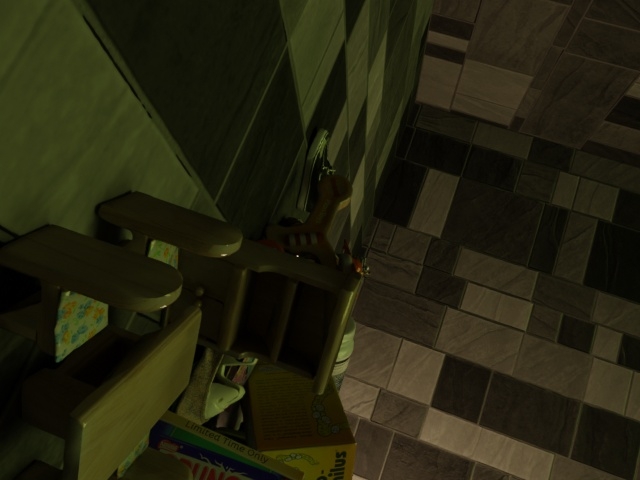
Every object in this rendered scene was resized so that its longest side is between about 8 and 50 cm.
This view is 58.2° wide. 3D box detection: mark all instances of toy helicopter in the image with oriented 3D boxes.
[{"bbox_3d":[0.000,0.000,1.220,0.140,0.235,0.354,94,17,-56],"label":"toy helicopter"}]

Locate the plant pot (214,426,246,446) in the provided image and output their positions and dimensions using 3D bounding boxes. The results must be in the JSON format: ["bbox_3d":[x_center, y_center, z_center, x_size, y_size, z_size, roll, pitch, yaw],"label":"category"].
[{"bbox_3d":[-0.191,0.581,1.339,0.207,0.227,0.228,-68,172,-63],"label":"plant pot"}]

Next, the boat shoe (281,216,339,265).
[{"bbox_3d":[-0.021,0.028,1.411,0.095,0.095,0.257,-32,140,-3],"label":"boat shoe"}]

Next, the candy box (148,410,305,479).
[{"bbox_3d":[-0.200,0.438,0.821,0.317,0.268,0.122,-61,170,-51],"label":"candy box"}]

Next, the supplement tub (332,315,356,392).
[{"bbox_3d":[-0.012,0.340,1.671,0.191,0.191,0.272,-51,157,-65],"label":"supplement tub"}]

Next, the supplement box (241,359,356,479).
[{"bbox_3d":[-0.064,0.402,1.269,0.356,0.196,0.194,-116,-152,-63],"label":"supplement box"}]

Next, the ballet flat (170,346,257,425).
[{"bbox_3d":[-0.176,0.227,1.043,0.107,0.106,0.315,73,37,-75],"label":"ballet flat"}]

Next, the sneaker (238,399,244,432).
[{"bbox_3d":[-0.211,0.525,1.560,0.083,0.118,0.221,-62,140,-76],"label":"sneaker"}]

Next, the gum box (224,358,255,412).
[{"bbox_3d":[-0.177,0.250,1.217,0.188,0.062,0.107,-61,167,-47],"label":"gum box"}]

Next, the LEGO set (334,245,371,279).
[{"bbox_3d":[0.063,0.151,1.922,0.331,0.192,0.254,34,64,-79],"label":"LEGO set"}]

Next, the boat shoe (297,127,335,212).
[{"bbox_3d":[0.000,-0.166,1.405,0.077,0.070,0.219,-57,163,-58],"label":"boat shoe"}]

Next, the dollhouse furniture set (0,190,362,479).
[{"bbox_3d":[-0.132,0.145,0.670,0.394,0.257,0.361,-51,158,-65],"label":"dollhouse furniture set"}]
